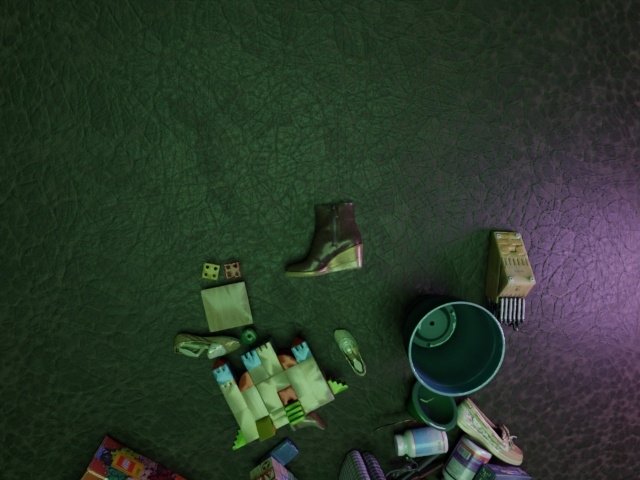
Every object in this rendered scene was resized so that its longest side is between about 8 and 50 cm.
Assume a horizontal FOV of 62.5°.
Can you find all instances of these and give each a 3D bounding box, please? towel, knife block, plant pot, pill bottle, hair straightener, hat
[{"bbox_3d":[0.133,0.842,1.646,0.121,0.235,0.283,9,98,-12],"label":"towel"},{"bbox_3d":[-0.133,0.696,1.700,0.119,0.029,0.067,-40,100,2],"label":"towel"},{"bbox_3d":[0.573,0.140,1.663,0.088,0.242,0.275,2,54,-6],"label":"knife block"},{"bbox_3d":[0.362,0.281,1.567,0.272,0.255,0.271,-1,98,-6],"label":"plant pot"},{"bbox_3d":[0.466,0.743,1.722,0.108,0.108,0.193,28,96,-9],"label":"pill bottle"},{"bbox_3d":[0.288,0.744,1.723,0.230,0.047,0.089,-23,99,-9],"label":"hair straightener"},{"bbox_3d":[0.307,0.558,1.712,0.208,0.173,0.183,28,131,-15],"label":"hat"},{"bbox_3d":[0.323,0.651,1.705,0.160,0.087,0.087,-6,99,-4],"label":"pill bottle"}]

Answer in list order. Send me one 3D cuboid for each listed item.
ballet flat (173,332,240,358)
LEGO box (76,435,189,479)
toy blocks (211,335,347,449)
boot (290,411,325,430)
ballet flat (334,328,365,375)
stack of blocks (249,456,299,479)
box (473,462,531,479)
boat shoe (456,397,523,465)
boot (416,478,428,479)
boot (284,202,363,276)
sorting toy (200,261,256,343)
[{"bbox_3d":[-0.346,0.325,1.586,0.206,0.067,0.073,1,129,8],"label":"ballet flat"},{"bbox_3d":[-0.643,0.922,1.606,0.372,0.193,0.500,32,95,-9],"label":"LEGO box"},{"bbox_3d":[-0.144,0.418,1.599,0.381,0.191,0.261,-26,89,0],"label":"toy blocks"},{"bbox_3d":[-0.052,0.582,1.688,0.087,0.042,0.118,-38,99,8],"label":"boot"},{"bbox_3d":[0.099,0.351,1.656,0.057,0.052,0.168,-31,100,0],"label":"ballet flat"},{"bbox_3d":[-0.087,0.837,1.653,0.087,0.171,0.297,-37,118,2],"label":"stack of blocks"},{"bbox_3d":[0.569,0.825,1.719,0.233,0.059,0.183,24,96,-38],"label":"box"},{"bbox_3d":[0.556,0.624,1.714,0.285,0.104,0.089,36,97,-9],"label":"boat shoe"},{"bbox_3d":[0.296,0.887,1.750,0.152,0.073,0.197,-6,104,-10],"label":"boot"},{"bbox_3d":[0.000,0.000,1.594,0.248,0.090,0.206,-10,87,-2],"label":"boot"},{"bbox_3d":[-0.284,0.187,1.600,0.132,0.046,0.274,-12,100,-3],"label":"sorting toy"}]
